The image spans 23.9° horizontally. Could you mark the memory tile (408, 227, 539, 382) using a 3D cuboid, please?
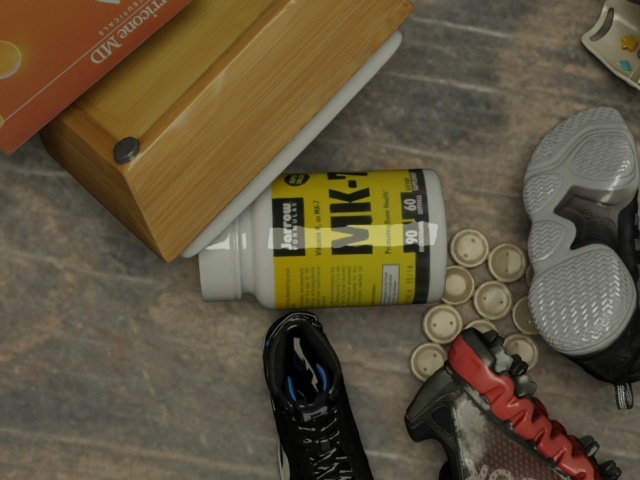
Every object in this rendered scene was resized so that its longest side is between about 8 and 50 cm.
[{"bbox_3d":[0.149,0.071,1.356,0.113,0.012,0.148,20,84,0],"label":"memory tile"}]

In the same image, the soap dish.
[{"bbox_3d":[-0.096,-0.148,1.269,0.291,0.118,0.229,-46,45,-5],"label":"soap dish"}]

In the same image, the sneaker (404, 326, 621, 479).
[{"bbox_3d":[0.179,0.210,1.302,0.135,0.097,0.276,-42,94,7],"label":"sneaker"}]

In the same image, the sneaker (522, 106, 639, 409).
[{"bbox_3d":[0.246,0.018,1.324,0.101,0.153,0.269,-12,46,26],"label":"sneaker"}]

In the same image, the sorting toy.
[{"bbox_3d":[0.281,-0.184,1.378,0.075,0.045,0.083,34,83,9],"label":"sorting toy"}]

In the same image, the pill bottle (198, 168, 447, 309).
[{"bbox_3d":[0.000,0.000,1.305,0.208,0.119,0.119,-3,84,-2],"label":"pill bottle"}]

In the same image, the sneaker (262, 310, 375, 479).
[{"bbox_3d":[-0.005,0.167,1.284,0.079,0.121,0.217,-18,84,-3],"label":"sneaker"}]

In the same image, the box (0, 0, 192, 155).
[{"bbox_3d":[-0.289,-0.271,1.161,0.215,0.168,0.345,-40,130,4],"label":"box"}]
